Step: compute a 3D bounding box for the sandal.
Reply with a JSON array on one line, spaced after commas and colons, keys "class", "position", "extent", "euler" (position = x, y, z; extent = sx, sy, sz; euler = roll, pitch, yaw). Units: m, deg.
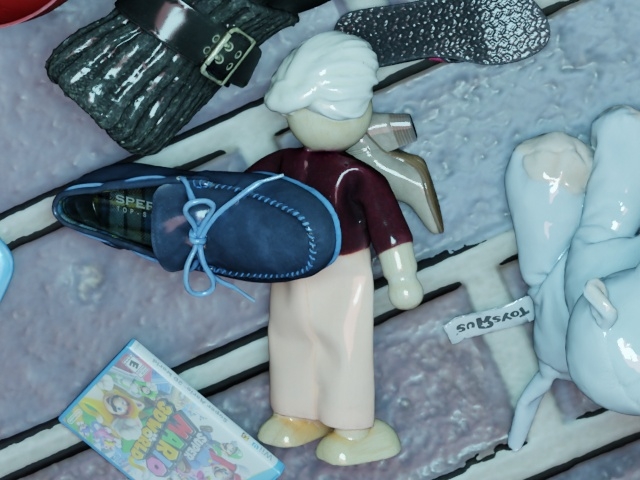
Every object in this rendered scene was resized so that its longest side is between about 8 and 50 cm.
[{"class": "sandal", "position": [0.100, -0.174, 1.592], "extent": [0.179, 0.040, 0.067], "euler": [-3, 94, 15]}]

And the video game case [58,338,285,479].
[{"class": "video game case", "position": [-0.126, 0.169, 1.629], "extent": [0.166, 0.015, 0.119], "euler": [40, 126, -6]}]

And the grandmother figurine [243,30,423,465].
[{"class": "grandmother figurine", "position": [0.000, 0.000, 1.568], "extent": [0.208, 0.104, 0.342], "euler": [10, 109, 26]}]

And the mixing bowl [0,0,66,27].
[{"class": "mixing bowl", "position": [-0.240, -0.247, 1.534], "extent": [0.181, 0.098, 0.181], "euler": [-2, 85, 16]}]

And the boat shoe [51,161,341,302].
[{"class": "boat shoe", "position": [-0.103, -0.003, 1.529], "extent": [0.258, 0.089, 0.109], "euler": [3, 104, 39]}]

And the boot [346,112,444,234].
[{"class": "boot", "position": [0.046, -0.051, 1.611], "extent": [0.087, 0.042, 0.118], "euler": [-16, 98, 9]}]

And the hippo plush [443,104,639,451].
[{"class": "hippo plush", "position": [0.234, 0.028, 1.520], "extent": [0.294, 0.236, 0.234], "euler": [-29, 98, 5]}]

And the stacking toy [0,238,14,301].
[{"class": "stacking toy", "position": [-0.358, 0.051, 1.493], "extent": [0.175, 0.302, 0.165], "euler": [30, 98, -4]}]

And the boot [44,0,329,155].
[{"class": "boot", "position": [-0.108, -0.204, 1.448], "extent": [0.260, 0.348, 0.131], "euler": [-35, 63, 3]}]
